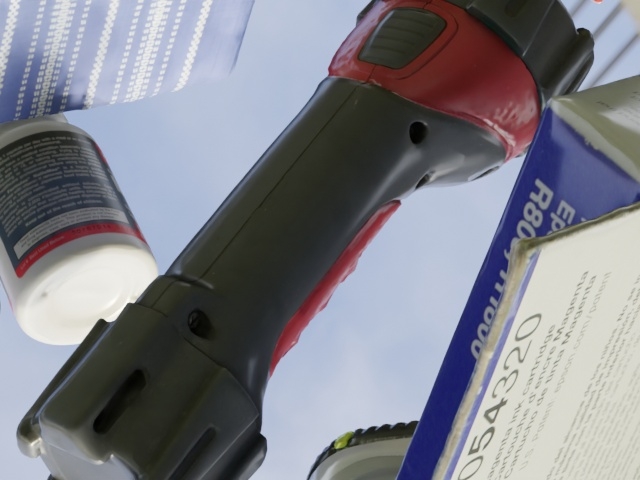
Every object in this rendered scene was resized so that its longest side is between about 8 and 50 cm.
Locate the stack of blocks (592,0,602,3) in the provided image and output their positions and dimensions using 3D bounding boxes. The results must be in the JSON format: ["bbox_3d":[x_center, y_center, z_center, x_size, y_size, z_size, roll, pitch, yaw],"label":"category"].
[{"bbox_3d":[0.184,-0.294,1.125,0.171,0.297,0.087,19,-151,-44],"label":"stack of blocks"}]

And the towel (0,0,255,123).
[{"bbox_3d":[-0.182,-0.167,1.300,0.336,0.243,0.040,-12,-124,-27],"label":"towel"}]

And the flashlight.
[{"bbox_3d":[0.000,0.000,0.825,0.103,0.103,0.304,41,-118,-7],"label":"flashlight"}]

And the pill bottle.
[{"bbox_3d":[-0.197,-0.023,1.446,0.108,0.108,0.180,-11,-128,-25],"label":"pill bottle"}]

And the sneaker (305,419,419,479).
[{"bbox_3d":[0.166,0.178,1.107,0.145,0.385,0.147,57,-148,-38],"label":"sneaker"}]

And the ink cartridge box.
[{"bbox_3d":[0.090,0.086,0.748,0.071,0.324,0.330,36,-149,29],"label":"ink cartridge box"}]
